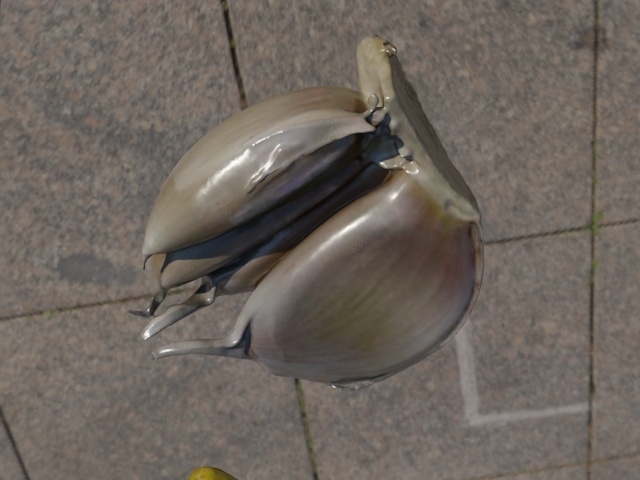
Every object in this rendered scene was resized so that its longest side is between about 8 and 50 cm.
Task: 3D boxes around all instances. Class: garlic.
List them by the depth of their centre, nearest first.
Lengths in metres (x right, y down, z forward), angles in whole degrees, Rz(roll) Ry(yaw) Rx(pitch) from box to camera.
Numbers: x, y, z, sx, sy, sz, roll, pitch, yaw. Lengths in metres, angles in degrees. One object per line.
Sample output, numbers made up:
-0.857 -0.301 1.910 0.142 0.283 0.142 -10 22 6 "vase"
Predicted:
0.000 0.000 0.664 0.292 0.210 0.237 -42 155 24 "garlic"

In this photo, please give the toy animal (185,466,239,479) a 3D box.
-0.060 0.200 0.319 0.156 0.230 0.156 5 133 5 "toy animal"
